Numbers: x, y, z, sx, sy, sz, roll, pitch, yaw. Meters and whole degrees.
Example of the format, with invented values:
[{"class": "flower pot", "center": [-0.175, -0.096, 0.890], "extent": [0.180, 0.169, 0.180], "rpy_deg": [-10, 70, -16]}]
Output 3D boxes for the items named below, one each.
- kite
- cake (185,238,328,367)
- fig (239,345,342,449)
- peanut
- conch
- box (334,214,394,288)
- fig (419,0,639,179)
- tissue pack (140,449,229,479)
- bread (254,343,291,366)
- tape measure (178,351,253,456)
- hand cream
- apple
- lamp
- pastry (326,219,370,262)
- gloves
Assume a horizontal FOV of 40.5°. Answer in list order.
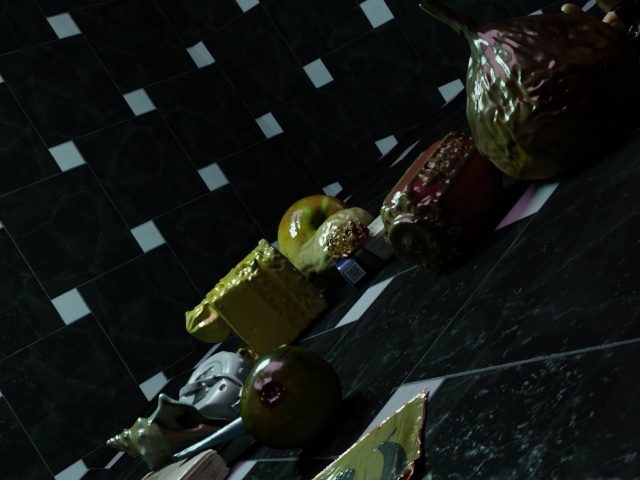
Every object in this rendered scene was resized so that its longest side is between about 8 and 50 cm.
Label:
[{"class": "kite", "center": [0.005, 0.308, 0.986], "extent": [0.377, 0.013, 0.327], "rpy_deg": [-49, 6, -32]}, {"class": "cake", "center": [-0.159, 0.169, 2.084], "extent": [0.286, 0.227, 0.222], "rpy_deg": [-45, 6, -6]}, {"class": "fig", "center": [-0.021, 0.240, 1.319], "extent": [0.151, 0.151, 0.259], "rpy_deg": [-44, -22, 7]}, {"class": "peanut", "center": [0.028, 0.032, 2.180], "extent": [0.159, 0.143, 0.291], "rpy_deg": [-36, -4, -44]}, {"class": "conch", "center": [-0.307, 0.373, 1.734], "extent": [0.234, 0.137, 0.114], "rpy_deg": [-27, 6, -16]}, {"class": "box", "center": [0.144, -0.008, 1.995], "extent": [0.259, 0.071, 0.168], "rpy_deg": [-45, 7, 3]}, {"class": "fig", "center": [0.305, -0.273, 1.366], "extent": [0.286, 0.369, 0.286], "rpy_deg": [-50, 12, 14]}, {"class": "tissue pack", "center": [-0.295, 0.477, 1.579], "extent": [0.170, 0.071, 0.325], "rpy_deg": [-42, 3, -35]}, {"class": "bread", "center": [-0.102, 0.268, 1.899], "extent": [0.111, 0.044, 0.083], "rpy_deg": [-39, 4, 32]}, {"class": "tape measure", "center": [-0.225, 0.332, 1.850], "extent": [0.236, 0.120, 0.197], "rpy_deg": [-37, 25, 23]}, {"class": "hand cream", "center": [-0.155, 0.336, 1.530], "extent": [0.224, 0.048, 0.083], "rpy_deg": [-30, -15, 17]}, {"class": "apple", "center": [0.000, 0.000, 2.440], "extent": [0.246, 0.246, 0.226], "rpy_deg": [-47, -13, -25]}, {"class": "lamp", "center": [0.215, -0.071, 1.509], "extent": [0.177, 0.177, 0.274], "rpy_deg": [-38, 11, 49]}, {"class": "pastry", "center": [0.054, -0.007, 1.950], "extent": [0.087, 0.063, 0.169], "rpy_deg": [-50, 9, -22]}, {"class": "gloves", "center": [0.546, -0.396, 1.519], "extent": [0.301, 0.152, 0.197], "rpy_deg": [-18, 5, 12]}]
